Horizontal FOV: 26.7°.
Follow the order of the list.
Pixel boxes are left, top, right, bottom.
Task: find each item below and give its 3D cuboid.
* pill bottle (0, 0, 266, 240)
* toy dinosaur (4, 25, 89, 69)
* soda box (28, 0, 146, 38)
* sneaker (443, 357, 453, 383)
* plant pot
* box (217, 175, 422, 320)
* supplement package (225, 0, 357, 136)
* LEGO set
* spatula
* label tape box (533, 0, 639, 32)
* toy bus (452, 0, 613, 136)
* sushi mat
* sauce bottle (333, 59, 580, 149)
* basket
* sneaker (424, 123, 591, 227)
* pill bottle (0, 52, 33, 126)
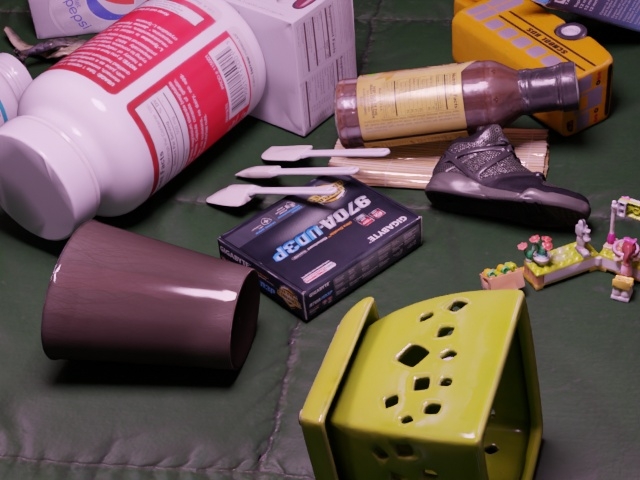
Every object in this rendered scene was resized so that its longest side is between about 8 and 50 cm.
[{"bbox_3d":[-0.279,-0.181,1.930,0.229,0.229,0.408,21,46,28],"label":"pill bottle"},{"bbox_3d":[-0.437,-0.309,2.241,0.268,0.064,0.118,9,35,20],"label":"toy dinosaur"},{"bbox_3d":[-0.357,-0.425,2.344,0.286,0.091,0.098,-6,40,0],"label":"soda box"},{"bbox_3d":[0.128,0.154,1.606,0.237,0.085,0.086,10,68,12],"label":"sneaker"},{"bbox_3d":[0.108,0.198,1.440,0.207,0.227,0.228,3,40,20],"label":"plant pot"},{"bbox_3d":[0.000,0.000,1.818,0.220,0.051,0.175,-32,45,-29],"label":"box"},{"bbox_3d":[-0.090,-0.315,2.093,0.262,0.204,0.145,23,47,31],"label":"supplement package"},{"bbox_3d":[0.350,0.012,1.722,0.287,0.107,0.132,5,40,12],"label":"LEGO set"},{"bbox_3d":[-0.033,-0.093,1.907,0.242,0.019,0.168,4,30,42],"label":"spatula"},{"bbox_3d":[0.459,-0.469,2.084,0.348,0.249,0.115,9,31,-28],"label":"label tape box"},{"bbox_3d":[0.314,-0.293,2.099,0.130,0.108,0.333,-27,44,-22],"label":"toy bus"},{"bbox_3d":[0.174,-0.124,1.977,0.317,0.019,0.151,4,39,11],"label":"sushi mat"},{"bbox_3d":[0.196,-0.199,1.936,0.345,0.111,0.111,-5,39,11],"label":"sauce bottle"},{"bbox_3d":[-0.201,0.080,1.673,0.227,0.154,0.204,10,42,12],"label":"basket"},{"bbox_3d":[0.267,-0.093,1.852,0.228,0.087,0.130,12,69,26],"label":"sneaker"},{"bbox_3d":[-0.556,-0.183,2.028,0.146,0.146,0.264,24,47,31],"label":"pill bottle"}]
